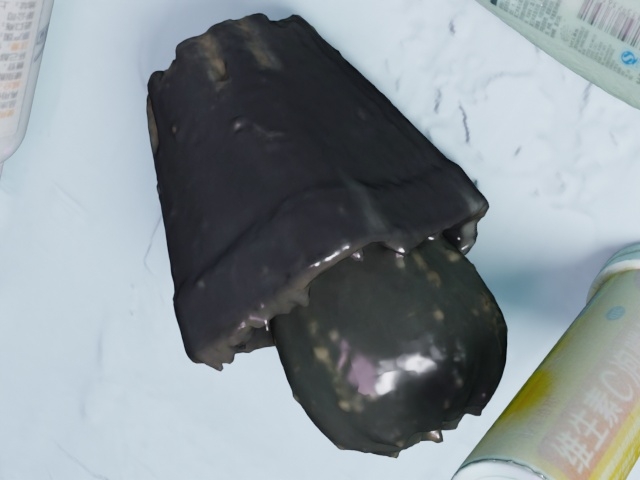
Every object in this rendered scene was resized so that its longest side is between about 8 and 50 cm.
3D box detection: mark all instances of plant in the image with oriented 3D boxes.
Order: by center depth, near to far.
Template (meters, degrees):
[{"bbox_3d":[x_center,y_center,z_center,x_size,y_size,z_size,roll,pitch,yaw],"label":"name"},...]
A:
[{"bbox_3d":[0.000,0.000,0.670,0.142,0.164,0.256,-41,72,35],"label":"plant"}]

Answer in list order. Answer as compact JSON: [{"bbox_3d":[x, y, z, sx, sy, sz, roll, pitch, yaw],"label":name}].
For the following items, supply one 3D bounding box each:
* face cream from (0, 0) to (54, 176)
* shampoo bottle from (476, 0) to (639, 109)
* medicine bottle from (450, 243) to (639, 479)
[{"bbox_3d":[-0.223,-0.131,0.797,0.082,0.082,0.269,34,126,15],"label":"face cream"},{"bbox_3d":[0.106,-0.132,0.609,0.191,0.041,0.069,31,131,17],"label":"shampoo bottle"},{"bbox_3d":[0.132,0.075,0.577,0.074,0.218,0.074,15,120,27],"label":"medicine bottle"}]
